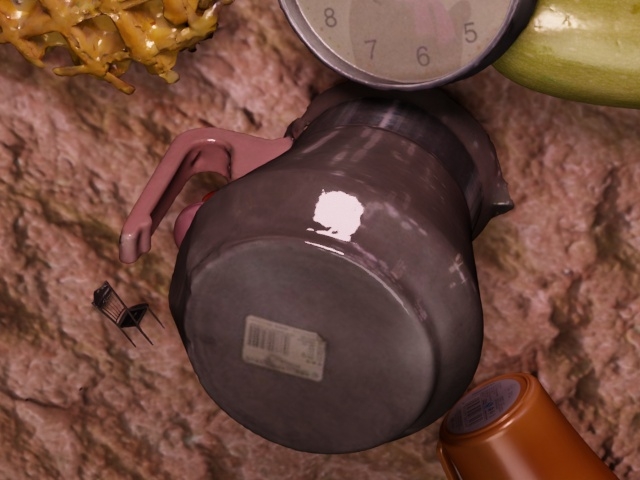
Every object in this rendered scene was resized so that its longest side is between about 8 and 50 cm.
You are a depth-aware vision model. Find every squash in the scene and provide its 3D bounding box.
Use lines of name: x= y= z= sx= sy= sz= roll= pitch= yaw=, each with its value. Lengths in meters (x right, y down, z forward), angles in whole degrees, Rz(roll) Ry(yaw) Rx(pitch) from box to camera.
squash: x=0.271 y=-0.201 z=1.609 sx=0.247 sy=0.132 sz=0.132 roll=8 pitch=120 yaw=5

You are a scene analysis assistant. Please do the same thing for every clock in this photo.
clock: x=0.077 y=-0.279 z=1.560 sx=0.281 sy=0.055 sz=0.280 roll=8 pitch=109 yaw=24

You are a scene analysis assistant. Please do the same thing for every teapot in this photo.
teapot: x=0.000 y=0.000 z=1.617 sx=0.376 sy=0.361 sz=0.305 roll=14 pitch=124 yaw=10

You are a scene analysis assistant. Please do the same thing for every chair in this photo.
chair: x=-0.221 y=0.084 z=1.870 sx=0.086 sy=0.042 sz=0.037 roll=45 pitch=118 yaw=21

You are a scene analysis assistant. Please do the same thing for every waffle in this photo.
waffle: x=-0.255 y=-0.323 z=1.580 sx=0.380 sy=0.095 sz=0.382 roll=18 pitch=131 yaw=-3

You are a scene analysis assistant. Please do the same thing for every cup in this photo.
cup: x=0.241 y=0.294 z=1.885 sx=0.226 sy=0.182 sz=0.264 roll=-15 pitch=114 yaw=49

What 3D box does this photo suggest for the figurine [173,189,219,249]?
figurine: x=-0.128 y=-0.008 z=1.785 sx=0.067 sy=0.071 sz=0.083 roll=5 pitch=121 yaw=3
